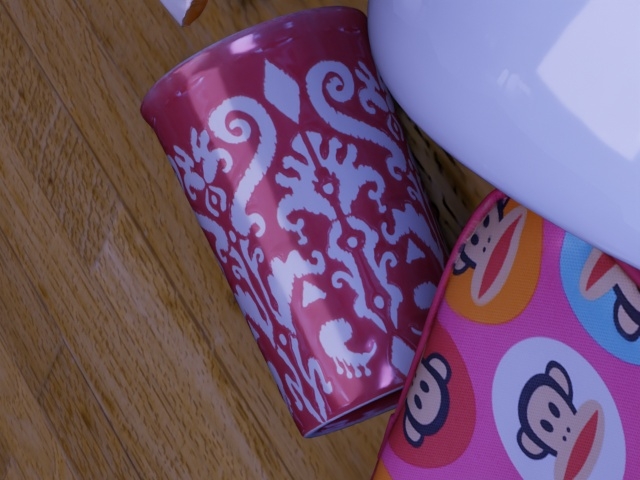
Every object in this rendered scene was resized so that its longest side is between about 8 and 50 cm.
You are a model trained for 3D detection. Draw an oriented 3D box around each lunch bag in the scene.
[{"bbox_3d":[0.128,0.140,0.637,0.258,0.120,0.293,52,138,37],"label":"lunch bag"}]

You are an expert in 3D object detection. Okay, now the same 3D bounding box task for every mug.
[{"bbox_3d":[0.008,-0.004,0.811,0.113,0.150,0.169,-26,78,14],"label":"mug"}]

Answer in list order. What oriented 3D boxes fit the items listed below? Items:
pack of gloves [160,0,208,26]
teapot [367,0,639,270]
[{"bbox_3d":[-0.073,-0.257,0.904,0.232,0.046,0.195,51,123,29],"label":"pack of gloves"},{"bbox_3d":[0.142,-0.094,0.492,0.252,0.256,0.187,49,122,52],"label":"teapot"}]
